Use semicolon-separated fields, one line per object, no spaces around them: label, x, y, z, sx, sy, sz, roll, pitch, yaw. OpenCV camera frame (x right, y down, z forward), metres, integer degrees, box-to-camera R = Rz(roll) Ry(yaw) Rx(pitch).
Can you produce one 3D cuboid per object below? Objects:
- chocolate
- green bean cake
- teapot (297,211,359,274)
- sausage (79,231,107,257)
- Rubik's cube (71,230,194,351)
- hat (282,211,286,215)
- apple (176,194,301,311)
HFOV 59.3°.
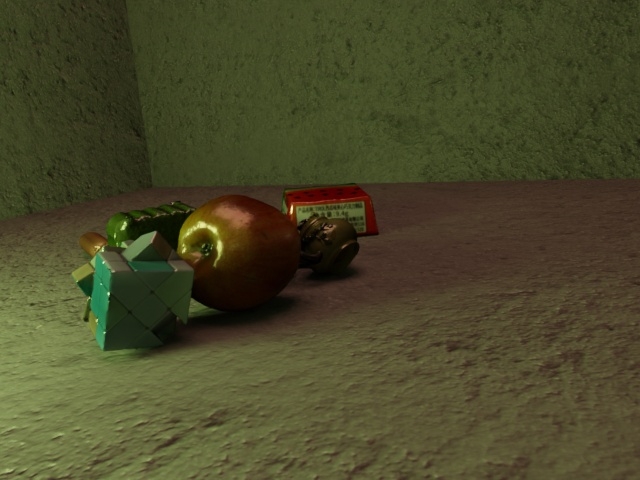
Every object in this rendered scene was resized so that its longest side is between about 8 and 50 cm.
chocolate;0.025;-0.115;2.204;0.360;0.161;0.341;-6;16;-6
green bean cake;-0.442;0.032;1.540;0.250;0.247;0.156;-13;16;-31
teapot;0.000;0.000;1.619;0.182;0.173;0.269;42;34;24
sausage;-0.842;0.019;2.109;0.086;0.086;0.289;-12;16;-30
Rubik's cube;-0.411;0.100;1.227;0.224;0.265;0.213;3;17;-36
hat;-0.133;0.047;1.629;0.110;0.252;0.252;35;2;-18
apple;-0.212;0.039;1.362;0.302;0.301;0.301;-5;13;1
